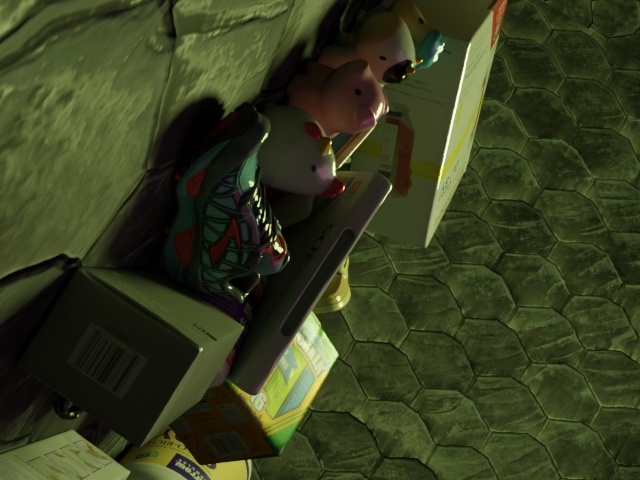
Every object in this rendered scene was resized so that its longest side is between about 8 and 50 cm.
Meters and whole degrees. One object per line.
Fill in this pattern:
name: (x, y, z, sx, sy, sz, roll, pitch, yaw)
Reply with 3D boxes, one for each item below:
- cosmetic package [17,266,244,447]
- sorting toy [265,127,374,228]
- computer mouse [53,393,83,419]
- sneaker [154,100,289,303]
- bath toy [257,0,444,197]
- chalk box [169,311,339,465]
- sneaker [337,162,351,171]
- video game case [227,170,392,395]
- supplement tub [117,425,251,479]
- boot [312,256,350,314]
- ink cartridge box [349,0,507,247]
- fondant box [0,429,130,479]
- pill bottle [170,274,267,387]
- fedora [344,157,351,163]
cosmetic package: (-0.160, 0.096, 0.751, 0.107, 0.127, 0.238, -58, 178, 2)
sorting toy: (-0.038, -0.084, 1.074, 0.193, 0.038, 0.208, -20, -153, 45)
computer mouse: (-0.233, 0.143, 0.930, 0.242, 0.041, 0.071, -23, 129, -71)
sneaker: (-0.075, -0.028, 0.806, 0.104, 0.125, 0.262, -55, 176, -36)
bath toy: (0.032, -0.172, 0.987, 0.348, 0.129, 0.151, -53, 175, -41)
chalk box: (-0.108, 0.177, 1.272, 0.180, 0.179, 0.289, -18, -155, 36)
sneaker: (-0.024, -0.061, 1.371, 0.271, 0.108, 0.100, -49, 153, -55)
video game case: (-0.069, 0.034, 1.084, 0.300, 0.036, 0.329, -57, -158, -10)
supplement tub: (-0.289, 0.490, 1.543, 0.241, 0.241, 0.331, -58, 177, 20)
boot: (0.000, 0.000, 1.507, 0.262, 0.095, 0.204, -75, 157, -63)
ink cartridge box: (0.174, -0.225, 1.360, 0.279, 0.160, 0.385, -55, 159, -47)
fondant box: (-0.325, 0.329, 0.809, 0.238, 0.096, 0.330, -57, 178, -7)
pill bottle: (-0.127, 0.065, 0.962, 0.108, 0.108, 0.193, 117, -5, -57)
fedora: (0.029, -0.081, 1.774, 0.244, 0.124, 0.275, -54, 175, -38)
